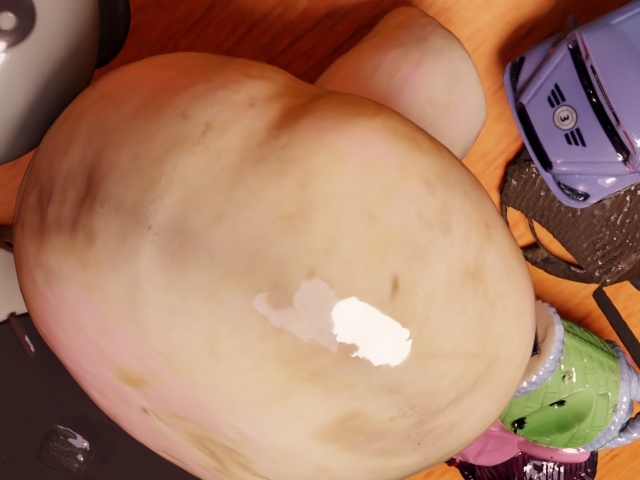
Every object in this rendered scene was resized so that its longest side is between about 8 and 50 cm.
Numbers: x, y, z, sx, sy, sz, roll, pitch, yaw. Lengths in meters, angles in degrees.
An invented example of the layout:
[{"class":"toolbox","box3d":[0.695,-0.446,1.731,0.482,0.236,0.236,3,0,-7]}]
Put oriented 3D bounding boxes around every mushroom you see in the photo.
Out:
[{"class":"mushroom","box3d":[-0.009,0.025,1.101,0.353,0.325,0.353,-23,145,-17]}]

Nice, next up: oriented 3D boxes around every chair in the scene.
[{"class":"chair","box3d":[0.252,-0.001,1.295,0.213,0.149,0.174,50,118,14]}]

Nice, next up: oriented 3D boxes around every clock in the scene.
[{"class":"clock","box3d":[0.171,0.144,1.364,0.194,0.100,0.195,-27,134,28]}]

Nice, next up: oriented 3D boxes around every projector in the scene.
[{"class":"projector","box3d":[-0.182,0.143,1.334,0.257,0.079,0.259,22,114,-1]}]

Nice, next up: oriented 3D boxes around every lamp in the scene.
[{"class":"lamp","box3d":[-0.258,-0.158,1.092,0.197,0.198,0.244,-38,108,20]}]

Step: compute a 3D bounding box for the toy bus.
[{"class":"toy bus","box3d":[0.268,-0.130,1.150,0.292,0.133,0.125,-26,84,13]}]
